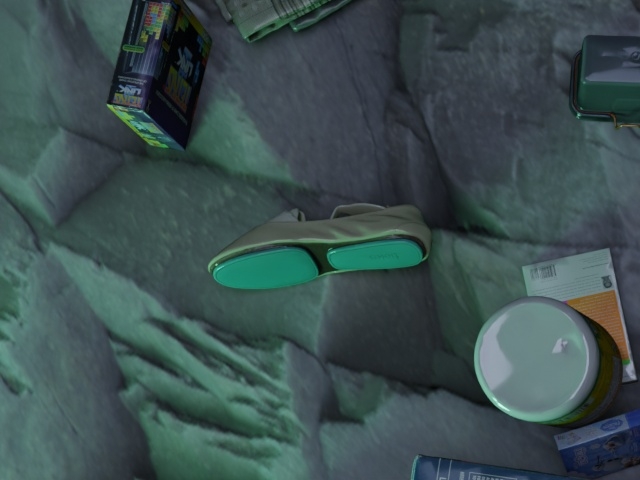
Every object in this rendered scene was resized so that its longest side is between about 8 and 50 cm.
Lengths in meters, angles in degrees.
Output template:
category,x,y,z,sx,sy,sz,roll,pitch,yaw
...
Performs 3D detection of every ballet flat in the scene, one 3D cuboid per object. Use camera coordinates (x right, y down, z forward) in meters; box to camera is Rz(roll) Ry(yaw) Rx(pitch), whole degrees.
category,x,y,z,sx,sy,sz,roll,pitch,yaw
ballet flat,0.000,0.000,1.606,0.249,0.086,0.086,-5,77,9

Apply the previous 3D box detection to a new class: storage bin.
category,x,y,z,sx,sy,sz,roll,pitch,yaw
storage bin,0.332,-0.172,1.560,0.135,0.091,0.098,4,79,13

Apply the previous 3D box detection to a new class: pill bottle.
category,x,y,z,sx,sy,sz,roll,pitch,yaw
pill bottle,0.231,0.123,1.429,0.118,0.208,0.117,-4,79,21

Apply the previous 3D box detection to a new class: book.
category,x,y,z,sx,sy,sz,roll,pitch,yaw
book,0.275,0.088,1.548,0.096,0.035,0.144,-12,76,13

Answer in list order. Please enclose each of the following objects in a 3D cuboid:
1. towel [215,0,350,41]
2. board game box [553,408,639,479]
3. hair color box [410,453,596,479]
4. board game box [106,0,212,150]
category,x,y,z,sx,sy,sz,roll,pitch,yaw
towel,-0.017,-0.417,1.710,0.312,0.056,0.324,-26,72,2
board game box,0.290,0.212,1.489,0.090,0.090,0.020,-19,54,8
hair color box,0.265,0.290,1.434,0.347,0.174,0.105,7,79,12
board game box,-0.176,-0.189,1.625,0.048,0.170,0.141,10,82,12
